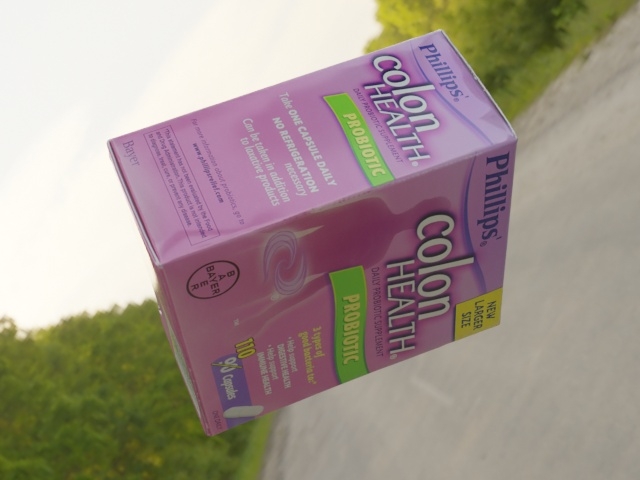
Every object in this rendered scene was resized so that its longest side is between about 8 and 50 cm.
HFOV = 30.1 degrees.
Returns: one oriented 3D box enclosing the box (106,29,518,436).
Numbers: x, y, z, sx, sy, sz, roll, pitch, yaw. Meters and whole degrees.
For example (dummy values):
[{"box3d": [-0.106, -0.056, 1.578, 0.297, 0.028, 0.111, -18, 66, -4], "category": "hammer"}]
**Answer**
[{"box3d": [0.000, 0.000, 0.836, 0.242, 0.117, 0.214, -20, -37, -11], "category": "box"}]
